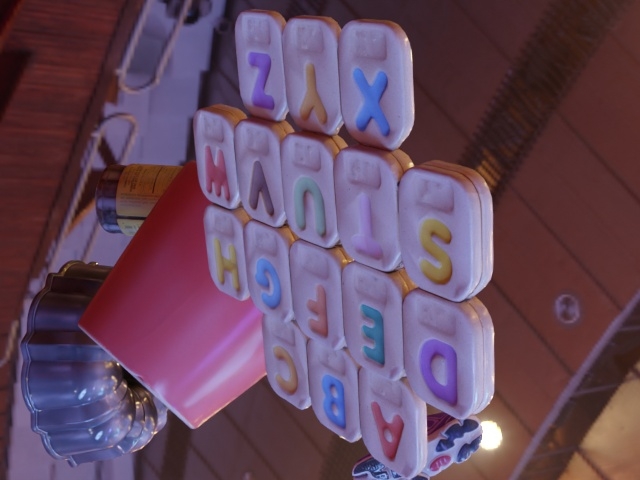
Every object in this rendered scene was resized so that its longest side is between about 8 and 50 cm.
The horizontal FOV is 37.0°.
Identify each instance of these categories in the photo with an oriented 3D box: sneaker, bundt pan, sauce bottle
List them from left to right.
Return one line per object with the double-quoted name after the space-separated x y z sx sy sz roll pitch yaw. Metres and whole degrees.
-0.324 0.189 1.510 0.124 0.331 0.330 -4 -94 17 "bundt pan"
-0.149 -0.051 1.392 0.345 0.111 0.111 5 -90 11 "sauce bottle"
0.114 0.254 1.151 0.071 0.170 0.068 -151 -137 -68 "sneaker"

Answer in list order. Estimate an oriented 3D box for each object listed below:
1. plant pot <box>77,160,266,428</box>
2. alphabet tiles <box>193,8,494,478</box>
-0.147 0.079 1.187 0.243 0.275 0.275 -47 -145 -13 "plant pot"
0.000 0.000 0.600 0.284 0.021 0.277 22 -58 50 "alphabet tiles"
